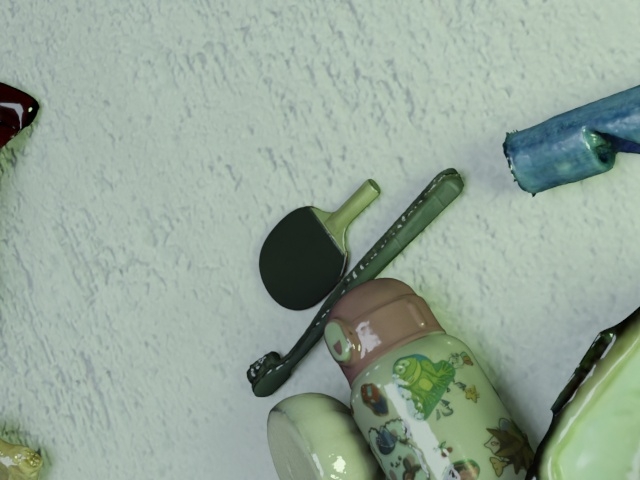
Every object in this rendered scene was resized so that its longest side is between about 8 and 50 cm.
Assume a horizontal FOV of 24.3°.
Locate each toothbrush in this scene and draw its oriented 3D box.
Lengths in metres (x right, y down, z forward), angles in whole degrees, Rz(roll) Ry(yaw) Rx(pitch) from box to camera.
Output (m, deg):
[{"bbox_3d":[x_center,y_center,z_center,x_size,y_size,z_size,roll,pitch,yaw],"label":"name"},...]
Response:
[{"bbox_3d":[0.028,0.040,1.347,0.297,0.030,0.030,-48,55,24],"label":"toothbrush"}]

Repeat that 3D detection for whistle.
[{"bbox_3d":[0.288,-0.106,1.154,0.304,0.062,0.062,-19,78,32],"label":"whistle"}]

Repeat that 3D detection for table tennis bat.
[{"bbox_3d":[0.000,0.000,1.377,0.156,0.013,0.087,-44,65,26],"label":"table tennis bat"}]

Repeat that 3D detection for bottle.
[{"bbox_3d":[0.091,0.148,1.247,0.120,0.120,0.253,-42,67,26],"label":"bottle"}]

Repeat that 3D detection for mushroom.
[{"bbox_3d":[0.297,0.160,1.111,0.247,0.130,0.344,23,104,16],"label":"mushroom"}]

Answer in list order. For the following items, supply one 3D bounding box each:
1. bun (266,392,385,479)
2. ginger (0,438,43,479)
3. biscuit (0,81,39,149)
[{"bbox_3d":[0.018,0.193,1.311,0.138,0.094,0.138,57,160,35],"label":"bun"},{"bbox_3d":[-0.402,0.249,1.621,0.259,0.065,0.149,8,106,28],"label":"ginger"},{"bbox_3d":[-0.425,-0.093,1.573,0.151,0.235,0.063,21,138,35],"label":"biscuit"}]
